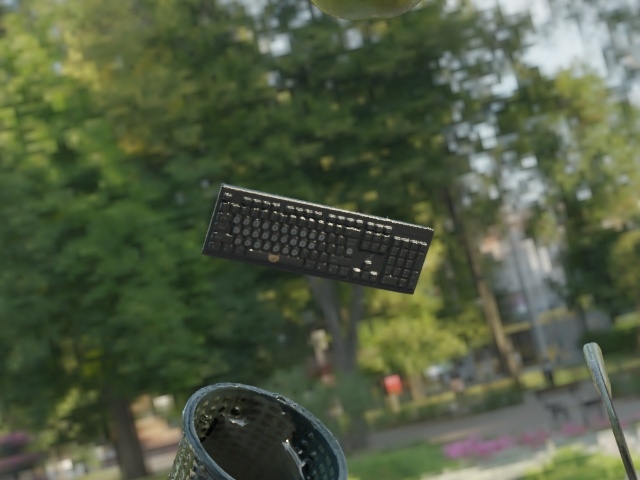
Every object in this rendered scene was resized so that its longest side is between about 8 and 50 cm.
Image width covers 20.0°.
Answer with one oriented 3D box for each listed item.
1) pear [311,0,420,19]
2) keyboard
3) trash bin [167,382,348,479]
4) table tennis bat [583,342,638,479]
[{"bbox_3d":[0.065,-0.336,2.212,0.180,0.166,0.216,-13,-24,12],"label":"pear"},{"bbox_3d":[0.000,0.000,1.510,0.198,0.063,0.010,11,13,-24],"label":"keyboard"},{"bbox_3d":[-0.086,0.254,1.796,0.175,0.175,0.161,-7,-44,-50],"label":"trash bin"},{"bbox_3d":[0.346,0.194,2.184,0.022,0.138,0.246,-19,26,7],"label":"table tennis bat"}]
